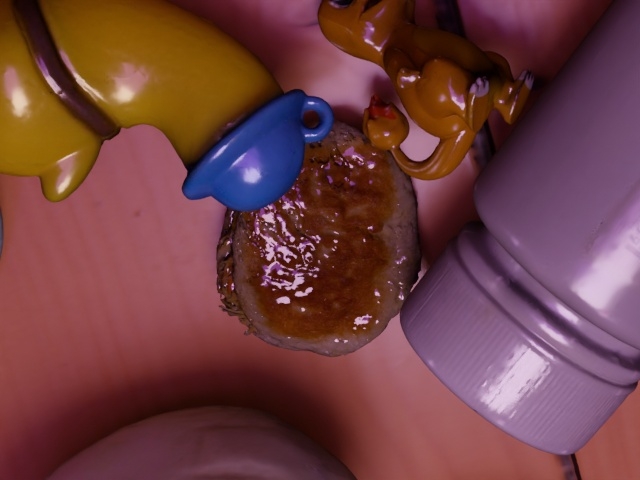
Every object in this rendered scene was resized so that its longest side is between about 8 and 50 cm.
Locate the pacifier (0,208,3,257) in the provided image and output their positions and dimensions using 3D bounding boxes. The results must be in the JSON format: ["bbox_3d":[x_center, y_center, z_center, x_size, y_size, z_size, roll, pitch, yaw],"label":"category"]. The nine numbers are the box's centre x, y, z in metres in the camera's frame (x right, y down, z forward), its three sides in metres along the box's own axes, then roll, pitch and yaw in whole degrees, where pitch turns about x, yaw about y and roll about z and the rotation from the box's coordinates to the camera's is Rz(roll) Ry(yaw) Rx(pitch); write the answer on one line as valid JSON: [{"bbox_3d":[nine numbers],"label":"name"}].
[{"bbox_3d":[-0.403,0.021,1.423,0.269,0.288,0.343,43,136,23],"label":"pacifier"}]

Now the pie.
[{"bbox_3d":[0.000,0.000,1.450,0.163,0.079,0.193,2,104,-6],"label":"pie"}]

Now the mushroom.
[{"bbox_3d":[-0.095,0.259,1.447,0.315,0.356,0.315,-1,87,21],"label":"mushroom"}]

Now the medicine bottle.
[{"bbox_3d":[0.226,-0.021,1.362,0.208,0.208,0.340,34,107,-8],"label":"medicine bottle"}]

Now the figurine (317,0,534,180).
[{"bbox_3d":[0.062,-0.123,1.384,0.176,0.121,0.122,45,124,23],"label":"figurine"}]

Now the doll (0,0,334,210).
[{"bbox_3d":[-0.167,-0.123,1.375,0.363,0.145,0.199,11,89,6],"label":"doll"}]
